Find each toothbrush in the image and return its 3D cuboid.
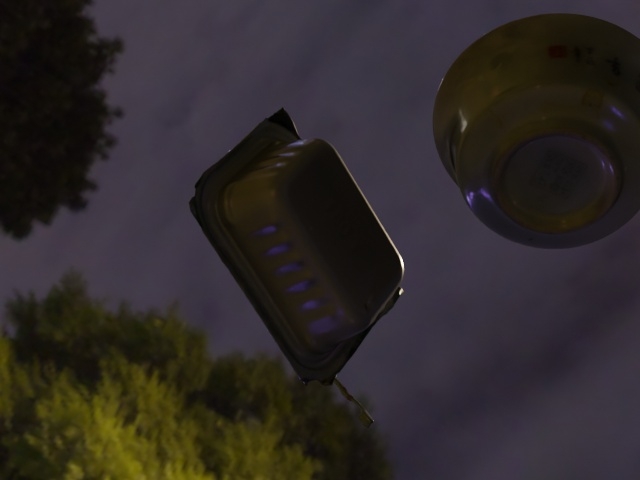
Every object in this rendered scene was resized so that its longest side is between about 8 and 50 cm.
[{"bbox_3d":[0.033,0.248,1.907,0.019,0.013,0.193,-57,-136,12],"label":"toothbrush"}]

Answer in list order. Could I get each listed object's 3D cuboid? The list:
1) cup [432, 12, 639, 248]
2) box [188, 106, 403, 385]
[{"bbox_3d":[0.322,-0.121,1.578,0.347,0.347,0.163,-41,-160,33],"label":"cup"},{"bbox_3d":[0.000,0.000,1.551,0.106,0.336,0.264,-18,-159,40],"label":"box"}]
